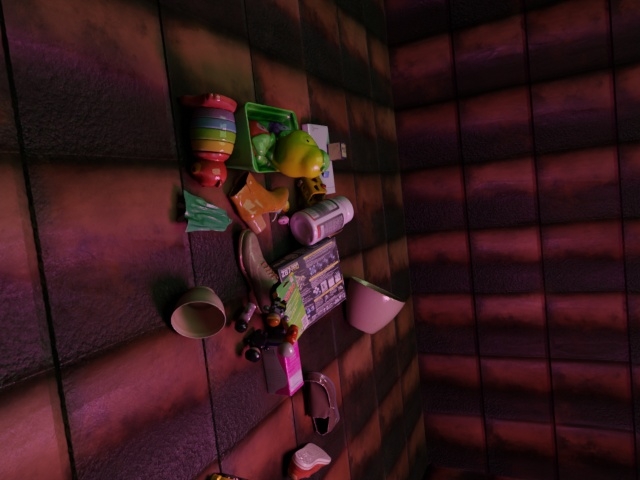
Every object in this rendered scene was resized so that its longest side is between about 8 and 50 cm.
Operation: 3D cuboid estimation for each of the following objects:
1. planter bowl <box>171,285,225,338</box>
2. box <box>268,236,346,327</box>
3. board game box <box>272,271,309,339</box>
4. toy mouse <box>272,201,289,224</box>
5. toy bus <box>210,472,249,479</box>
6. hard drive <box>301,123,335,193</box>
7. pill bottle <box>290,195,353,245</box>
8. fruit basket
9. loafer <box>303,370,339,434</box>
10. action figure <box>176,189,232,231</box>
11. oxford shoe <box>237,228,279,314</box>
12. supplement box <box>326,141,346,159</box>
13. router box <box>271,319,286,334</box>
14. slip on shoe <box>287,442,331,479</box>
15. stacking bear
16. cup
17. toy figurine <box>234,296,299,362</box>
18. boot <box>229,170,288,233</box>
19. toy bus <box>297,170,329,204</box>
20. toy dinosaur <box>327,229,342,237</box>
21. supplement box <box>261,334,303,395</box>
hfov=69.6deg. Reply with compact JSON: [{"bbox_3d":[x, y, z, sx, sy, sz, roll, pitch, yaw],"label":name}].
[{"bbox_3d":[-0.378,0.212,1.440,0.109,0.162,0.162,-104,170,-52],"label":"planter bowl"},{"bbox_3d":[-0.052,0.194,2.043,0.395,0.097,0.318,-30,116,-45],"label":"box"},{"bbox_3d":[-0.115,0.260,1.790,0.124,0.039,0.260,-48,134,-47],"label":"board game box"},{"bbox_3d":[-0.169,-0.121,2.011,0.143,0.031,0.161,-54,133,-52],"label":"toy mouse"},{"bbox_3d":[-0.247,0.870,1.523,0.220,0.211,0.150,52,41,-50],"label":"toy bus"},{"bbox_3d":[-0.005,-0.411,2.361,0.233,0.047,0.353,-21,104,-63],"label":"hard drive"},{"bbox_3d":[0.012,-0.098,2.113,0.283,0.161,0.161,-28,113,-40],"label":"pill bottle"},{"bbox_3d":[-0.145,-0.364,1.729,0.392,0.391,0.283,-20,104,-62],"label":"fruit basket"},{"bbox_3d":[0.004,0.756,2.118,0.130,0.133,0.366,-55,134,-52],"label":"loafer"},{"bbox_3d":[-0.380,-0.078,1.552,0.232,0.063,0.137,13,73,-58],"label":"action figure"},{"bbox_3d":[-0.219,0.118,1.768,0.123,0.130,0.348,-44,125,-57],"label":"oxford shoe"},{"bbox_3d":[0.085,-0.464,2.403,0.056,0.083,0.083,-11,96,-64],"label":"supplement box"},{"bbox_3d":[-0.148,0.320,1.867,0.038,0.092,0.123,-145,-123,-69],"label":"router box"},{"bbox_3d":[-0.052,0.977,2.030,0.101,0.123,0.331,-57,154,0],"label":"slip on shoe"},{"bbox_3d":[-0.365,-0.321,1.531,0.164,0.175,0.289,-3,98,-56],"label":"stacking bear"},{"bbox_3d":[0.271,0.376,2.558,0.331,0.331,0.237,21,94,-61],"label":"cup"},{"bbox_3d":[-0.199,0.331,1.687,0.148,0.213,0.210,-70,147,-58],"label":"toy figurine"},{"bbox_3d":[-0.236,-0.191,1.811,0.295,0.104,0.211,-61,139,-41],"label":"boot"},{"bbox_3d":[-0.054,-0.265,2.172,0.104,0.202,0.191,-7,101,-33],"label":"toy bus"},{"bbox_3d":[0.000,0.000,2.224,0.211,0.112,0.064,-37,137,-14],"label":"toy dinosaur"},{"bbox_3d":[-0.155,0.501,1.865,0.114,0.111,0.220,-20,104,-62],"label":"supplement box"}]
